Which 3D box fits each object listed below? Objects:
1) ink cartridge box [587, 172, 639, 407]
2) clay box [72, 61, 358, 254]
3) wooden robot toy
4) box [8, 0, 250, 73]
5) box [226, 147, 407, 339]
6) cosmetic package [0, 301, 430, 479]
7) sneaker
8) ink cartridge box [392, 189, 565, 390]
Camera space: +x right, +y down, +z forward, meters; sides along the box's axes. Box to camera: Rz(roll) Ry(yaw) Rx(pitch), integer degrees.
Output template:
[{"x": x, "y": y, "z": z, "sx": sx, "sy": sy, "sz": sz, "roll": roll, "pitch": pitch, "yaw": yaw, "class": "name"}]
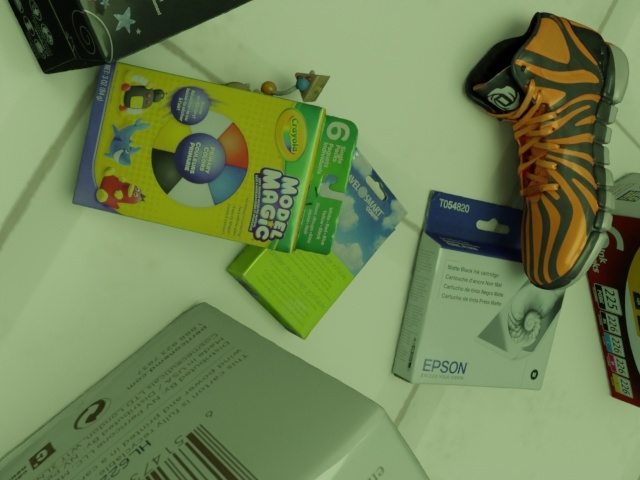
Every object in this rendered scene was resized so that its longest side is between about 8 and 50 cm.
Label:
[{"x": 0.495, "y": 0.086, "z": 0.996, "sx": 0.130, "sy": 0.272, "sz": 0.309, "roll": -28, "pitch": 112, "yaw": -25, "class": "ink cartridge box"}, {"x": -0.087, "y": -0.068, "z": 0.670, "sx": 0.222, "sy": 0.053, "sz": 0.127, "roll": 12, "pitch": 93, "yaw": 4, "class": "clay box"}, {"x": -0.072, "y": -0.113, "z": 0.743, "sx": 0.079, "sy": 0.076, "sz": 0.173, "roll": 39, "pitch": 87, "yaw": 13, "class": "wooden robot toy"}, {"x": -0.178, "y": -0.267, "z": 0.580, "sx": 0.142, "sy": 0.163, "sz": 0.247, "roll": -32, "pitch": 114, "yaw": -27, "class": "box"}, {"x": 0.000, "y": 0.000, "z": 0.809, "sx": 0.178, "sy": 0.042, "sz": 0.109, "roll": -50, "pitch": 120, "yaw": -15, "class": "box"}, {"x": -0.065, "y": 0.327, "z": 0.661, "sx": 0.329, "sy": 0.327, "sz": 0.393, "roll": -39, "pitch": 116, "yaw": -20, "class": "cosmetic package"}, {"x": 0.241, "y": -0.112, "z": 0.899, "sx": 0.180, "sy": 0.125, "sz": 0.320, "roll": 19, "pitch": 73, "yaw": -27, "class": "sneaker"}, {"x": 0.205, "y": 0.067, "z": 0.947, "sx": 0.223, "sy": 0.045, "sz": 0.223, "roll": 9, "pitch": 94, "yaw": -32, "class": "ink cartridge box"}]
